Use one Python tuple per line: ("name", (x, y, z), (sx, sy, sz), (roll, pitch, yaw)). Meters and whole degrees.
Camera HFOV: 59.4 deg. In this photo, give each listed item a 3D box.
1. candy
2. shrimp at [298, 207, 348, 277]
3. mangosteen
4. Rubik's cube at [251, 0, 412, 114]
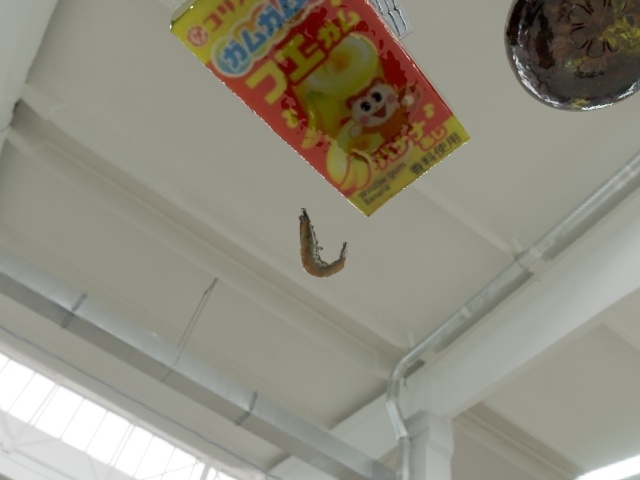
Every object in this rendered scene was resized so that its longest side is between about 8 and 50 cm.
("candy", (0.009, -0.160, 0.538), (0.146, 0.088, 0.276), (-36, -56, 18))
("shrimp", (0.000, 0.000, 0.967), (0.091, 0.025, 0.127), (-16, -91, -20))
("mangosteen", (0.322, -0.256, 0.698), (0.192, 0.217, 0.192), (2, -78, 10))
("Rubik's cube", (-0.024, -0.371, 0.893), (0.238, 0.237, 0.237), (-19, -71, 29))
